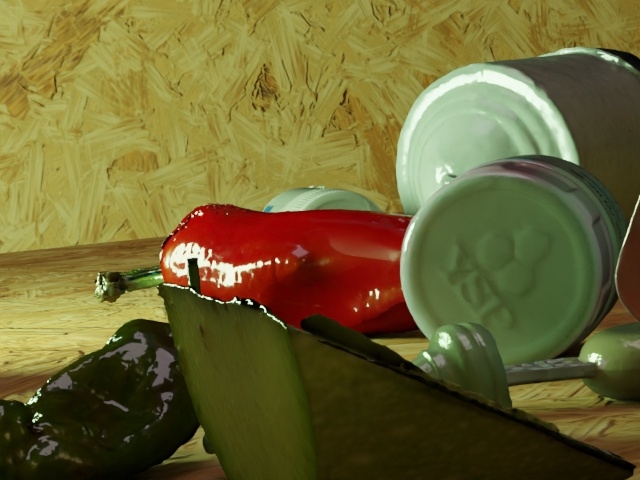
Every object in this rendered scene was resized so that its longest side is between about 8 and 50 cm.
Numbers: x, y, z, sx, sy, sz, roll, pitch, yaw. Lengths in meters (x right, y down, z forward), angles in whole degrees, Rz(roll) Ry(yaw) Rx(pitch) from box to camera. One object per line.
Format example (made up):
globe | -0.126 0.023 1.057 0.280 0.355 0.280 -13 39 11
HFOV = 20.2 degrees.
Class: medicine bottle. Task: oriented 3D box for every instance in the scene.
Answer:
medicine bottle | 0.000 0.000 1.746 0.105 0.105 0.168 -6 3 -14
medicine bottle | 0.126 0.012 1.148 0.135 0.135 0.168 -4 4 16

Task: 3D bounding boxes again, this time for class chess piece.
chess piece | 0.015 0.083 0.867 0.149 0.059 0.059 -14 6 -18

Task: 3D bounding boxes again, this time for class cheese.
cheese | 0.162 0.067 0.978 0.192 0.037 0.097 -6 4 -10

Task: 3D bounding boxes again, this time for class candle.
candle | 0.205 -0.074 1.734 0.221 0.221 0.342 -2 5 40

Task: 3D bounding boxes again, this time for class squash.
squash | 0.025 0.088 0.709 0.184 0.085 0.192 24 -4 -19

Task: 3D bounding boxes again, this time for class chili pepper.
chili pepper | -0.018 0.023 1.404 0.387 0.110 0.110 0 6 40
chili pepper | -0.093 0.080 0.883 0.072 0.073 0.204 17 25 26

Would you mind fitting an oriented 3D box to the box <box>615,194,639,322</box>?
box | 0.288 0.002 0.955 0.190 0.112 0.369 24 13 19
